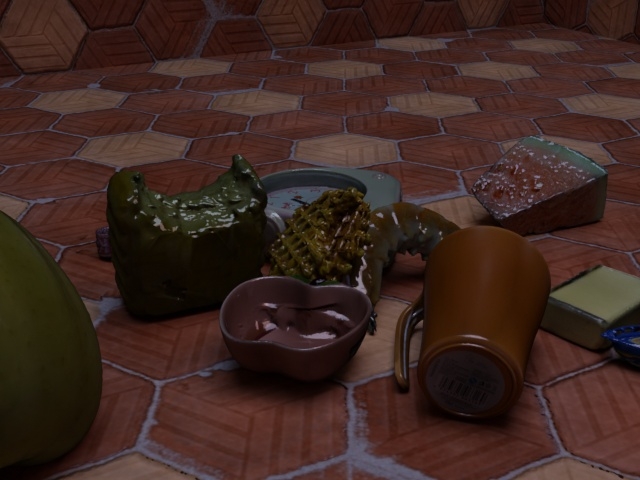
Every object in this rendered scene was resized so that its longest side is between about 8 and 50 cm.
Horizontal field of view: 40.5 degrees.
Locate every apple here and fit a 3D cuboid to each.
[{"bbox_3d":[-0.451,0.112,0.987,0.311,0.360,0.320,-31,-15,10],"label":"apple"}]

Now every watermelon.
[{"bbox_3d":[0.401,-0.085,1.681,0.256,0.140,0.193,-26,39,-29],"label":"watermelon"}]

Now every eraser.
[{"bbox_3d":[0.424,0.100,1.322,0.172,0.058,0.117,-20,33,-39],"label":"eraser"}]

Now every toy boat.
[{"bbox_3d":[0.480,0.125,1.204,0.174,0.110,0.091,2,21,6],"label":"toy boat"}]

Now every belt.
[{"bbox_3d":[-0.294,-0.016,1.572,0.232,0.053,0.071,-17,22,-34],"label":"belt"}]

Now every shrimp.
[{"bbox_3d":[0.141,0.022,1.388,0.287,0.068,0.185,-19,67,-40],"label":"shrimp"}]

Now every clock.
[{"bbox_3d":[-0.014,-0.047,1.580,0.324,0.109,0.265,3,25,8],"label":"clock"}]

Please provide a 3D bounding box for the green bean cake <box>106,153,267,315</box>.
[{"bbox_3d":[-0.201,-0.006,1.340,0.236,0.233,0.124,-11,32,-22],"label":"green bean cake"}]

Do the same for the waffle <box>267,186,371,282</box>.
[{"bbox_3d":[0.000,0.000,1.352,0.197,0.070,0.193,-34,31,26],"label":"waffle"}]

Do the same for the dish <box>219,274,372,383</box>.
[{"bbox_3d":[-0.035,0.131,1.202,0.213,0.091,0.213,-1,26,0],"label":"dish"}]

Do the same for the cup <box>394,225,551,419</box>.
[{"bbox_3d":[0.196,0.117,1.181,0.226,0.182,0.264,-25,19,28],"label":"cup"}]
